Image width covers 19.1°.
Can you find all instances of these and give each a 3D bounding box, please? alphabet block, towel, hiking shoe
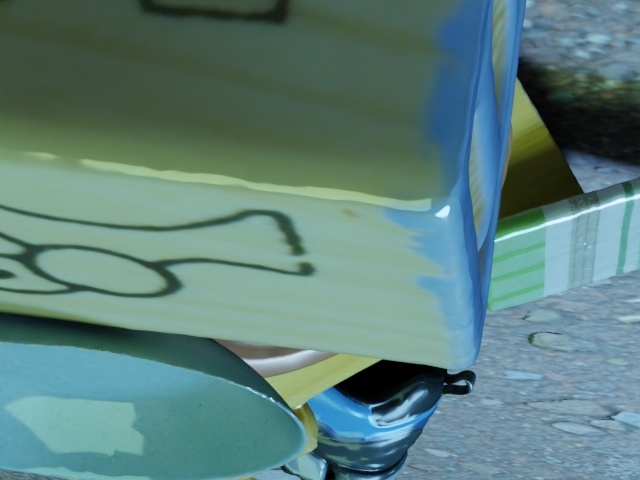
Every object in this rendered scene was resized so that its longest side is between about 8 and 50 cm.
[{"bbox_3d":[-0.035,-0.079,0.639,0.197,0.193,0.192,7,161,8],"label":"alphabet block"},{"bbox_3d":[0.150,-0.011,0.937,0.152,0.023,0.113,-16,158,-2],"label":"towel"},{"bbox_3d":[-0.057,0.063,1.281,0.304,0.113,0.132,22,129,-17],"label":"hiking shoe"}]

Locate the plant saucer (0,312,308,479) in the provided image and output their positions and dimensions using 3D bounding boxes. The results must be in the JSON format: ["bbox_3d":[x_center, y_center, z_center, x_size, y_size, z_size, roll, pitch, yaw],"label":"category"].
[{"bbox_3d":[-0.100,0.058,0.785,0.195,0.037,0.195,5,158,2],"label":"plant saucer"}]

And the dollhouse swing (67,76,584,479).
[{"bbox_3d":[-0.093,-0.053,0.963,0.315,0.305,0.347,47,-179,29],"label":"dollhouse swing"}]

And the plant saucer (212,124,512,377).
[{"bbox_3d":[0.000,0.000,0.825,0.200,0.037,0.200,-23,152,-13],"label":"plant saucer"}]
